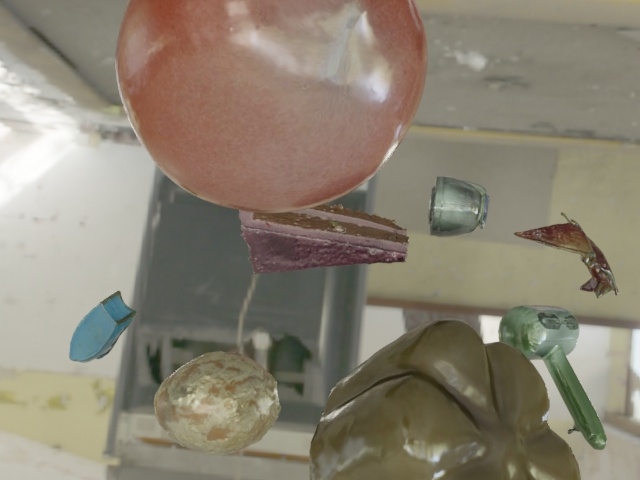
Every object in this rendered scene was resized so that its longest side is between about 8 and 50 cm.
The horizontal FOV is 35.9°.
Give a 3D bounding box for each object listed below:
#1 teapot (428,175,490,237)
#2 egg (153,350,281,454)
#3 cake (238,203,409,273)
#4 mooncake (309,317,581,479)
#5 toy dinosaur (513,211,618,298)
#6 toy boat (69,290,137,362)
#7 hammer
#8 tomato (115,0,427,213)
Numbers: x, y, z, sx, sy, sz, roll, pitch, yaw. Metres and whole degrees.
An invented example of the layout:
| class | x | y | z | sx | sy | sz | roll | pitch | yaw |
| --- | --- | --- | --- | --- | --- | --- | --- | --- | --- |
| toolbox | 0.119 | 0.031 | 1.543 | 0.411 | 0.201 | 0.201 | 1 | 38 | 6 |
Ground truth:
| class | x | y | z | sx | sy | sz | roll | pitch | yaw |
| --- | --- | --- | --- | --- | --- | --- | --- | --- | --- |
| teapot | 0.249 | -0.057 | 1.776 | 0.108 | 0.111 | 0.149 | 8 | -178 | 5 |
| egg | -0.200 | 0.318 | 1.927 | 0.245 | 0.203 | 0.203 | -5 | 179 | -10 |
| cake | 0.000 | 0.000 | 1.630 | 0.295 | 0.112 | 0.116 | 4 | -145 | -7 |
| mooncake | 0.216 | 0.370 | 1.591 | 0.467 | 0.467 | 0.262 | 7 | 147 | -44 |
| toy dinosaur | 0.527 | 0.043 | 2.046 | 0.113 | 0.206 | 0.327 | -29 | 172 | 21 |
| toy boat | -0.405 | 0.169 | 1.827 | 0.185 | 0.075 | 0.077 | -48 | 169 | 31 |
| hammer | 0.508 | 0.289 | 2.080 | 0.206 | 0.335 | 0.119 | 4 | 145 | -45 |
| tomato | -0.041 | -0.183 | 1.005 | 0.322 | 0.321 | 0.321 | 5 | 178 | 0 |
